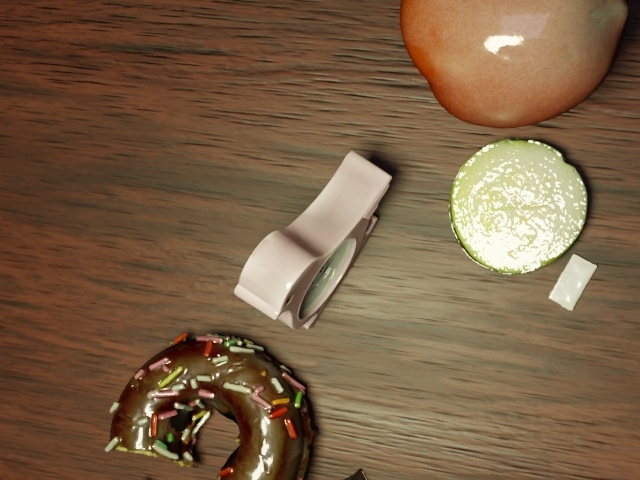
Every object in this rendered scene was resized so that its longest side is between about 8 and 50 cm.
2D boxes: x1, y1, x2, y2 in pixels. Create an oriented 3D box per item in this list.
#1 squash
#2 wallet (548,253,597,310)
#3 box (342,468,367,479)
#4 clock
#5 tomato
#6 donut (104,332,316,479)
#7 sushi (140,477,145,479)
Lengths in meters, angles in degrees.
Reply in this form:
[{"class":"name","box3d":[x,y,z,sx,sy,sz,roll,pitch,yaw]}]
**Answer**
[{"class":"squash","box3d":[0.312,-0.055,1.451,0.219,0.041,0.219,0,91,17]},{"class":"wallet","box3d":[0.400,0.066,1.441,0.044,0.011,0.083,30,96,11]},{"class":"box","box3d":[0.044,0.420,1.481,0.063,0.085,0.060,-28,85,16]},{"class":"clock","box3d":[0.000,0.000,1.398,0.080,0.275,0.290,33,93,15]},{"class":"tomato","box3d":[0.286,-0.317,1.314,0.321,0.321,0.321,0,90,12]},{"class":"donut","box3d":[-0.165,0.288,1.489,0.345,0.136,0.259,25,87,15]},{"class":"sushi","box3d":[-0.229,0.546,1.505,0.279,0.043,0.192,29,109,44]}]
